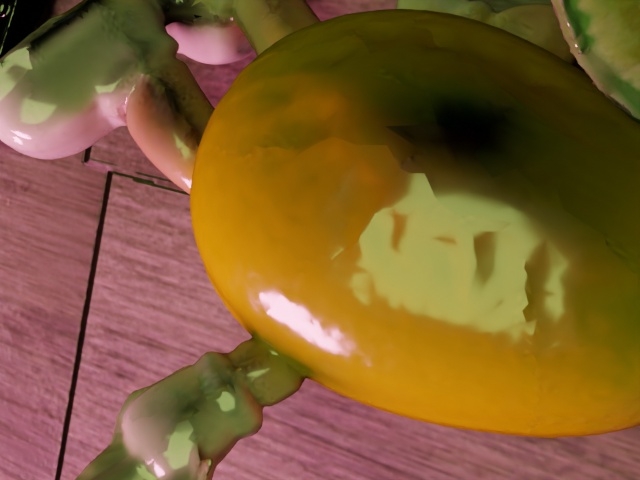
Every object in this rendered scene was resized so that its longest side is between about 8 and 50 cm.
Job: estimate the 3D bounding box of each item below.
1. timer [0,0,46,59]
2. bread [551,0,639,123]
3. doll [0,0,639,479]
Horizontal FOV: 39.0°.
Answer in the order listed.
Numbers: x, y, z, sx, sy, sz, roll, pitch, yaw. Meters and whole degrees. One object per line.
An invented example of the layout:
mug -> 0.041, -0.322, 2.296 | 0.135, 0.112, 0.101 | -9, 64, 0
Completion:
timer -> -0.293, -0.181, 0.751 | 0.144, 0.055, 0.187 | 24, 98, 26
bread -> 0.211, -0.170, 0.342 | 0.301, 0.301, 0.045 | -56, 29, 18
doll -> -0.006, -0.032, 0.488 | 0.348, 0.161, 0.423 | -23, 60, 4
